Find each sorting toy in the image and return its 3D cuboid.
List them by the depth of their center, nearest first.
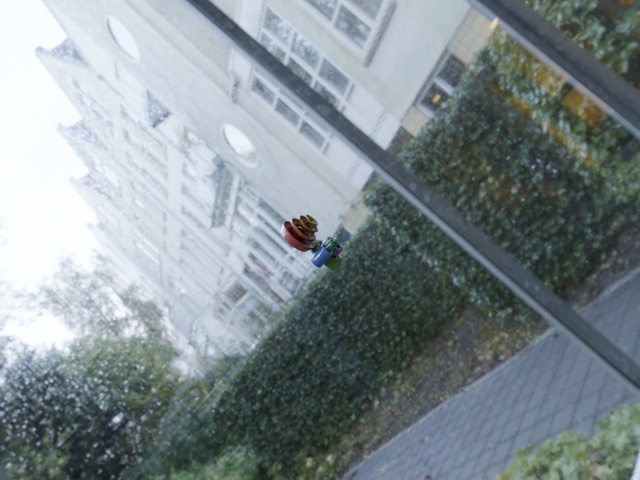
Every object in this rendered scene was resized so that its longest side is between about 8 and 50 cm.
[{"bbox_3d":[0.000,0.000,0.772,0.102,0.061,0.042,28,-69,-38],"label":"sorting toy"}]
